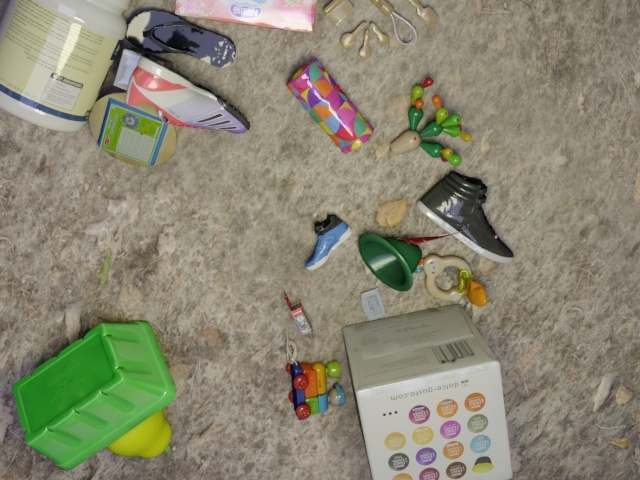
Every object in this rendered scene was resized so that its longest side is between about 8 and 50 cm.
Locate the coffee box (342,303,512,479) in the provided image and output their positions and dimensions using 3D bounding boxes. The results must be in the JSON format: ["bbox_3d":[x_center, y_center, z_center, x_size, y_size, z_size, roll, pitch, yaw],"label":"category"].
[{"bbox_3d":[0.258,0.404,1.794,0.337,0.338,0.334,-11,109,-1],"label":"coffee box"}]

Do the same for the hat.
[{"bbox_3d":[0.230,0.013,1.797,0.183,0.208,0.173,-39,148,-24],"label":"hat"}]

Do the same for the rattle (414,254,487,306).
[{"bbox_3d":[0.309,0.101,1.812,0.199,0.143,0.130,32,121,-20],"label":"rattle"}]

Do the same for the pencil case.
[{"bbox_3d":[0.025,-0.313,1.674,0.104,0.104,0.236,-39,109,7],"label":"pencil case"}]

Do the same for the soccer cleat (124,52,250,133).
[{"bbox_3d":[-0.293,-0.297,1.587,0.318,0.108,0.116,24,98,-48],"label":"soccer cleat"}]

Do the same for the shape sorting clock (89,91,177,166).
[{"bbox_3d":[-0.434,-0.256,1.643,0.206,0.040,0.206,3,137,3],"label":"shape sorting clock"}]

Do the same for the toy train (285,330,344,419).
[{"bbox_3d":[-0.013,0.345,1.880,0.143,0.105,0.248,-8,108,-14],"label":"toy train"}]

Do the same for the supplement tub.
[{"bbox_3d":[-0.559,-0.421,1.510,0.235,0.235,0.325,26,103,-13],"label":"supplement tub"}]

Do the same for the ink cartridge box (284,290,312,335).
[{"bbox_3d":[-0.057,0.184,1.839,0.029,0.063,0.115,-24,108,4],"label":"ink cartridge box"}]

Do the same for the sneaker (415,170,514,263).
[{"bbox_3d":[0.399,-0.062,1.780,0.295,0.104,0.147,33,107,-10],"label":"sneaker"}]

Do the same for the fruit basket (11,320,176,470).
[{"bbox_3d":[-0.528,0.411,1.806,0.392,0.283,0.392,-23,150,-14],"label":"fruit basket"}]

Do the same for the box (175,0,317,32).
[{"bbox_3d":[-0.158,-0.546,1.551,0.300,0.154,0.142,5,107,-8],"label":"box"}]

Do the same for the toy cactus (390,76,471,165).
[{"bbox_3d":[0.254,-0.269,1.719,0.180,0.112,0.219,-26,112,23],"label":"toy cactus"}]

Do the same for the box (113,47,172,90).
[{"bbox_3d":[-0.401,-0.379,1.608,0.102,0.101,0.087,18,105,-9],"label":"box"}]

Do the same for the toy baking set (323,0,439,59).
[{"bbox_3d":[0.138,-0.536,1.649,0.256,0.030,0.197,-17,111,0],"label":"toy baking set"}]

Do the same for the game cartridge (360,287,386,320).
[{"bbox_3d":[0.137,0.169,1.878,0.056,0.017,0.083,-19,108,-3],"label":"game cartridge"}]

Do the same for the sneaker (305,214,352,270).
[{"bbox_3d":[0.000,0.000,1.786,0.152,0.058,0.084,-44,112,4],"label":"sneaker"}]

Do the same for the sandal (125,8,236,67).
[{"bbox_3d":[-0.317,-0.462,1.613,0.254,0.054,0.097,11,106,-9],"label":"sandal"}]
